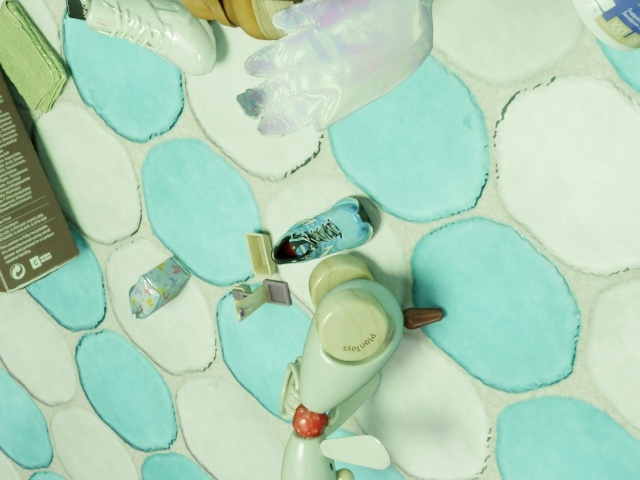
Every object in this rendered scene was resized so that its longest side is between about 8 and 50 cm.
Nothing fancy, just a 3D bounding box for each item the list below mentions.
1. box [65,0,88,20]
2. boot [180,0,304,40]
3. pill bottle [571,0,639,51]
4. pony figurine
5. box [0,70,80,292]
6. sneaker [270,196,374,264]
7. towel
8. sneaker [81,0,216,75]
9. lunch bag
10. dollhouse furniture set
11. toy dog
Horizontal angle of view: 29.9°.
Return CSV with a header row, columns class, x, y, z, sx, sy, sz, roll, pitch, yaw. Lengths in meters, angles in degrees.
class,x,y,z,sx,sy,sz,roll,pitch,yaw
box,-0.313,-0.334,1.590,0.067,0.018,0.083,17,124,34
boot,-0.101,-0.354,1.326,0.220,0.109,0.283,19,143,43
pill bottle,0.314,-0.250,1.024,0.187,0.112,0.112,-29,94,47
pony figurine,0.050,-0.293,1.029,0.363,0.351,0.302,68,-176,-59
box,-0.528,-0.118,1.806,0.191,0.143,0.381,-1,116,52
sneaker,0.000,0.000,1.474,0.162,0.073,0.063,-27,95,46
towel,-0.423,-0.263,1.723,0.148,0.027,0.110,53,138,2
sneaker,-0.232,-0.272,1.485,0.232,0.115,0.090,39,134,17
lunch bag,-0.237,0.072,1.726,0.053,0.071,0.083,44,136,11
dollhouse furniture set,-0.107,0.049,1.591,0.091,0.081,0.114,8,119,38
toy dog,0.051,0.174,1.480,0.161,0.220,0.333,8,134,-7
